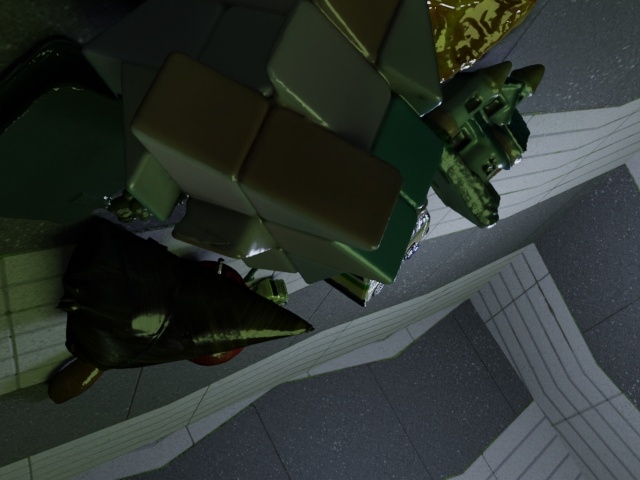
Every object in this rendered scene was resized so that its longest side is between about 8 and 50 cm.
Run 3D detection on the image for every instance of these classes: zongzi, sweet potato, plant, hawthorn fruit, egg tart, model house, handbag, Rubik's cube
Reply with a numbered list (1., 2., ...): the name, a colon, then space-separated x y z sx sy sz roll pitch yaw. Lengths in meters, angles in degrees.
1. zongzi: -0.271 0.170 1.252 0.432 0.208 0.403 18 147 -13
2. sweet potato: -0.609 0.349 1.618 0.346 0.079 0.108 -39 171 33
3. plant: -0.263 -0.080 1.061 0.174 0.087 0.085 -29 132 -18
4. hawthorn fruit: -0.244 0.139 1.422 0.210 0.230 0.266 4 136 -10
5. egg tart: 0.173 -0.355 0.913 0.341 0.132 0.341 -27 160 -11
6. model house: 0.342 -0.233 1.284 0.325 0.194 0.267 -42 119 -1
7. handbag: -0.330 -0.118 0.853 0.247 0.079 0.260 -35 160 14
8. Rubik's cube: -0.044 -0.133 0.758 0.358 0.368 0.387 -67 161 -15

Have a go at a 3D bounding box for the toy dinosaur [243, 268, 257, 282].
1. toy dinosaur: -0.037 -0.075 1.374 0.300 0.087 0.447 -25 156 -18

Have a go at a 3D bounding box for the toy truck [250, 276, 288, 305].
1. toy truck: -0.173 0.170 1.812 0.100 0.077 0.169 10 141 -42

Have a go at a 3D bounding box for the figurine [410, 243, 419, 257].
1. figurine: 0.204 0.012 1.922 0.164 0.121 0.262 -21 177 -7

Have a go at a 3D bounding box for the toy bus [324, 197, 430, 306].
1. toy bus: 0.146 -0.010 1.605 0.305 0.143 0.179 -44 157 -30
